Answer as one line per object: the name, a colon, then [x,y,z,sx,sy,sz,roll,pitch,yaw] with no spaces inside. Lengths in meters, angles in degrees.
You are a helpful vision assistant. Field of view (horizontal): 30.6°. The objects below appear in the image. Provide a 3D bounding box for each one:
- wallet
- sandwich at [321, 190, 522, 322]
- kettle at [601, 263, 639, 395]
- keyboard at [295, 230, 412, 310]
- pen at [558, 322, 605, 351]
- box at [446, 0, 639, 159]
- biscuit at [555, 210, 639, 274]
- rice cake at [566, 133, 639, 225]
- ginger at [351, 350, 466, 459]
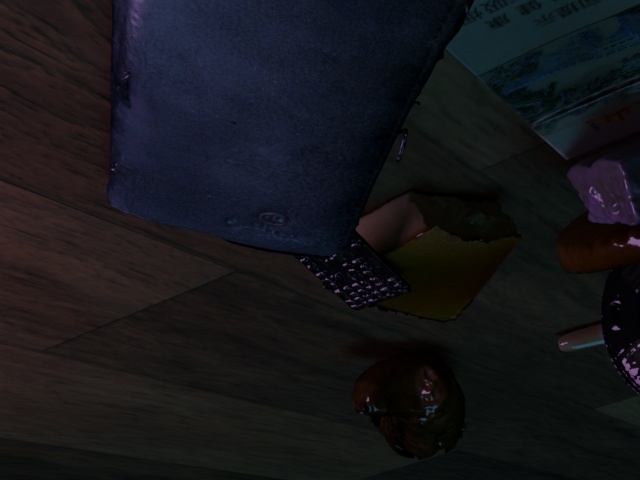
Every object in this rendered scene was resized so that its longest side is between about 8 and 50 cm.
wallet: [-0.040,-0.086,0.707,0.191,0.046,0.379,17,155,-2]
sandwich: [0.115,0.013,1.067,0.162,0.058,0.193,-28,150,33]
kettle: [0.463,0.060,1.230,0.203,0.262,0.308,17,-178,40]
keyboard: [0.000,0.000,0.964,0.061,0.013,0.204,-20,138,26]
pen: [0.408,0.099,1.441,0.233,0.032,0.040,-15,134,10]
box: [0.173,-0.145,0.709,0.164,0.069,0.256,-22,155,25]
biscuit: [0.329,-0.047,0.892,0.318,0.040,0.318,-21,-179,1]
rice cake: [0.311,-0.086,0.810,0.298,0.050,0.106,-24,-178,-13]
ginger: [0.119,0.208,1.477,0.133,0.107,0.309,10,160,10]
